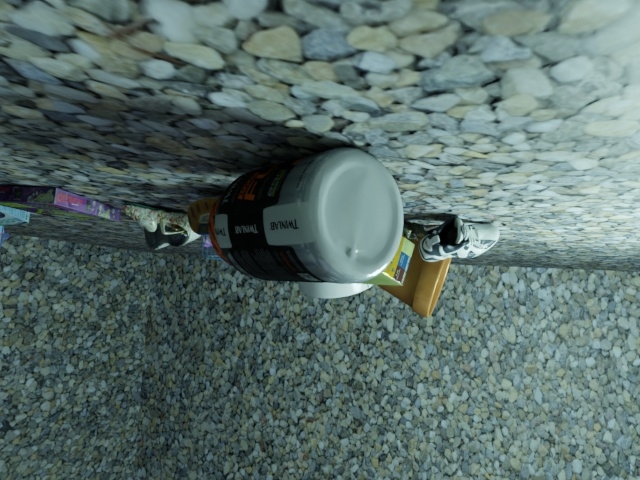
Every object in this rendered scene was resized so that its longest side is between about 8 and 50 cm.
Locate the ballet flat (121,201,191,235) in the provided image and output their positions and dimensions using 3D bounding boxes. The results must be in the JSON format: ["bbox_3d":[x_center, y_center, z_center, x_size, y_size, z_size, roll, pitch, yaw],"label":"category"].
[{"bbox_3d":[-0.479,-0.059,1.535,0.091,0.077,0.241,-1,173,43],"label":"ballet flat"}]

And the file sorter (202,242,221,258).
[{"bbox_3d":[-0.462,0.037,2.381,0.118,0.105,0.170,1,174,15],"label":"file sorter"}]

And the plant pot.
[{"bbox_3d":[0.323,0.094,1.758,0.203,0.291,0.291,19,180,19],"label":"plant pot"}]

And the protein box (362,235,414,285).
[{"bbox_3d":[0.127,0.032,1.512,0.201,0.136,0.199,31,159,-35],"label":"protein box"}]

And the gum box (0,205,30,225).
[{"bbox_3d":[-0.938,-0.088,1.412,0.156,0.041,0.184,-6,161,10],"label":"gum box"}]

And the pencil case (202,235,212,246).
[{"bbox_3d":[-0.328,-0.019,1.805,0.206,0.088,0.086,0,171,38],"label":"pencil case"}]

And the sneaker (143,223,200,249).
[{"bbox_3d":[-0.506,-0.027,1.767,0.297,0.111,0.129,5,-168,39],"label":"sneaker"}]

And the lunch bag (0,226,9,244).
[{"bbox_3d":[-1.062,-0.024,1.491,0.138,0.221,0.293,1,174,24],"label":"lunch bag"}]

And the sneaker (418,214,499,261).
[{"bbox_3d":[0.391,-0.013,1.377,0.234,0.094,0.153,-6,164,-6],"label":"sneaker"}]

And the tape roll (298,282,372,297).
[{"bbox_3d":[0.056,0.099,1.790,0.286,0.100,0.286,-7,-163,2],"label":"tape roll"}]

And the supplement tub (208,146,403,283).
[{"bbox_3d":[-0.044,-0.032,0.874,0.207,0.207,0.338,8,173,-39],"label":"supplement tub"}]

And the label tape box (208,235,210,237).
[{"bbox_3d":[-0.095,-0.008,1.368,0.333,0.106,0.240,1,157,23],"label":"label tape box"}]

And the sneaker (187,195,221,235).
[{"bbox_3d":[-0.161,-0.073,1.197,0.296,0.112,0.131,2,-167,23],"label":"sneaker"}]

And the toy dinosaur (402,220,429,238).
[{"bbox_3d":[0.229,-0.024,1.560,0.268,0.064,0.118,-1,159,40],"label":"toy dinosaur"}]

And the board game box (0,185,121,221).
[{"bbox_3d":[-0.743,-0.100,1.446,0.208,0.056,0.347,7,175,5],"label":"board game box"}]

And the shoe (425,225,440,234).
[{"bbox_3d":[0.403,-0.011,1.554,0.177,0.064,0.081,5,-179,29],"label":"shoe"}]
